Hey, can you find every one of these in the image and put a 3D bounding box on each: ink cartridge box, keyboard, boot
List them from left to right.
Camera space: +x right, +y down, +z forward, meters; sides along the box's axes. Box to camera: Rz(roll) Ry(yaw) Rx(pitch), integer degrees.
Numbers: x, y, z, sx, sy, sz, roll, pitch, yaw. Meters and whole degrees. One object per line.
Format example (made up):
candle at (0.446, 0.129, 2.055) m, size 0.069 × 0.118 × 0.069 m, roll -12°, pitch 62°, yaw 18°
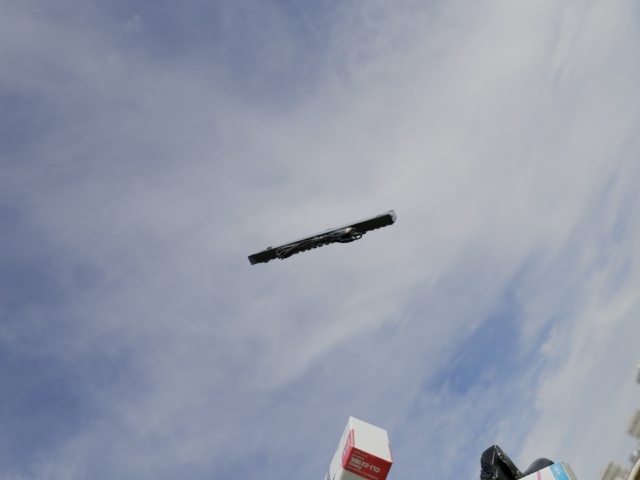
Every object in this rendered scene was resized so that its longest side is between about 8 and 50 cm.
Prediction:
keyboard at (0.000, 0.000, 1.121) m, size 0.201 × 0.316 × 0.033 m, roll -28°, pitch -79°, yaw -73°
ink cartridge box at (0.078, 0.627, 1.400) m, size 0.197 × 0.114 × 0.273 m, roll -49°, pitch -20°, yaw -87°
boot at (0.537, 0.623, 1.474) m, size 0.094 × 0.207 × 0.246 m, roll -45°, pitch -2°, yaw 37°
ink cartridge box at (0.520, 0.560, 1.261) m, size 0.122 × 0.052 × 0.088 m, roll -36°, pitch -37°, yaw 18°

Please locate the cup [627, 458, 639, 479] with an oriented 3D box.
cup at (0.694, 0.485, 0.900) m, size 0.237 × 0.331 × 0.331 m, roll 34°, pitch -97°, yaw -51°
